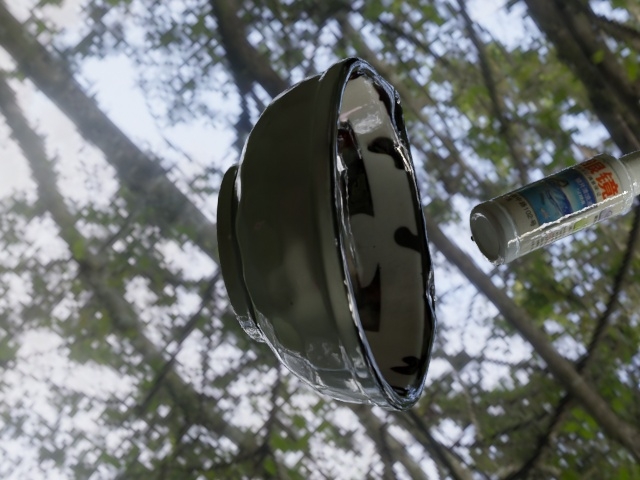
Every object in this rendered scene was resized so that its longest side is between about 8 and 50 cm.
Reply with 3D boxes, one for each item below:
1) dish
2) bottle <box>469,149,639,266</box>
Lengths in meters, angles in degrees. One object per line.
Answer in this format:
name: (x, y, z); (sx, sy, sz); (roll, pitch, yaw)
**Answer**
dish: (0.000, 0.000, 1.050); (0.120, 0.303, 0.303); (-9, -135, 16)
bottle: (0.235, -0.040, 1.186); (0.217, 0.060, 0.060); (-21, -151, -20)
